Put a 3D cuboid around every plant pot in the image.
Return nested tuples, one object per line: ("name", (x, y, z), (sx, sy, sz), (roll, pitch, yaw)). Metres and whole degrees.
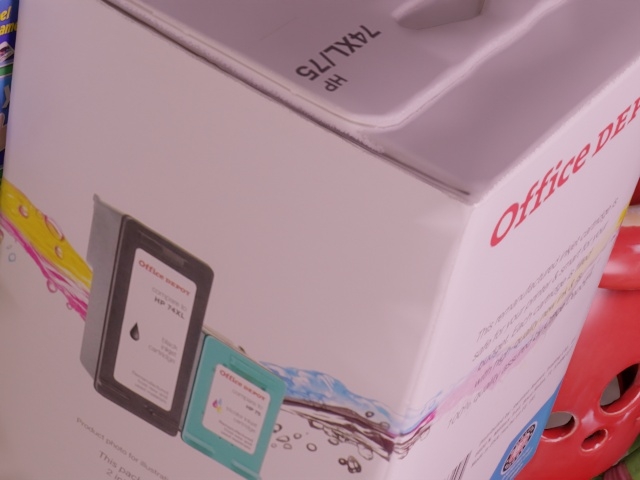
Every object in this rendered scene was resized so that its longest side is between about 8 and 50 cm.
("plant pot", (0.112, 0.010, 0.919), (0.191, 0.191, 0.174), (16, 131, -7))

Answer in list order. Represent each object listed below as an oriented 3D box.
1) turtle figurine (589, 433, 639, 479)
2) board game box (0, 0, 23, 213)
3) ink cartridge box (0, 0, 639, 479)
("turtle figurine", (0.272, 0.150, 1.032), (0.275, 0.197, 0.266), (36, 133, -20))
("board game box", (-0.092, -0.121, 0.696), (0.046, 0.317, 0.213), (28, 116, 18))
("ink cartridge box", (0.000, 0.000, 0.726), (0.197, 0.198, 0.270), (30, 131, 19))
